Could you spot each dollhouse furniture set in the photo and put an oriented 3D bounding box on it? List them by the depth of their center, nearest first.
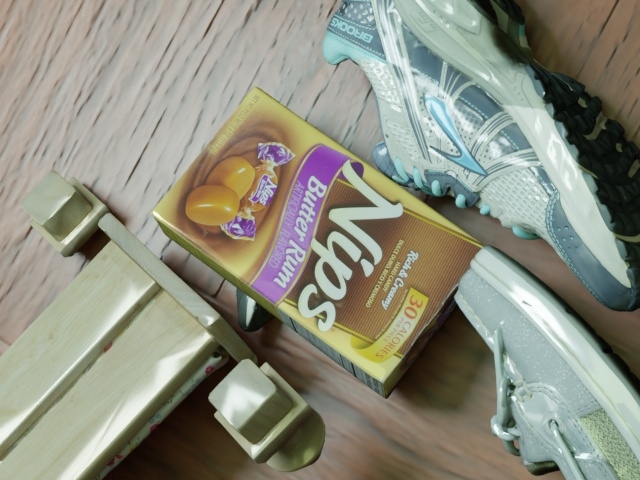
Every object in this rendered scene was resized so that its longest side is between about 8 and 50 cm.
[{"bbox_3d":[-0.148,0.179,0.984,0.303,0.174,0.355,-45,48,-4],"label":"dollhouse furniture set"}]

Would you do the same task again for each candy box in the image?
[{"bbox_3d":[0.000,0.000,0.961,0.187,0.053,0.109,35,79,14],"label":"candy box"}]

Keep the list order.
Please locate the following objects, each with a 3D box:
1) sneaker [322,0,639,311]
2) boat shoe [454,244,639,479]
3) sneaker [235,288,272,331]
[{"bbox_3d":[0.105,-0.061,0.945,0.122,0.110,0.283,-44,67,26],"label":"sneaker"},{"bbox_3d":[0.165,0.147,0.869,0.103,0.118,0.320,-35,79,8],"label":"boat shoe"},{"bbox_3d":[-0.047,0.020,1.008,0.035,0.031,0.083,0,72,25],"label":"sneaker"}]
